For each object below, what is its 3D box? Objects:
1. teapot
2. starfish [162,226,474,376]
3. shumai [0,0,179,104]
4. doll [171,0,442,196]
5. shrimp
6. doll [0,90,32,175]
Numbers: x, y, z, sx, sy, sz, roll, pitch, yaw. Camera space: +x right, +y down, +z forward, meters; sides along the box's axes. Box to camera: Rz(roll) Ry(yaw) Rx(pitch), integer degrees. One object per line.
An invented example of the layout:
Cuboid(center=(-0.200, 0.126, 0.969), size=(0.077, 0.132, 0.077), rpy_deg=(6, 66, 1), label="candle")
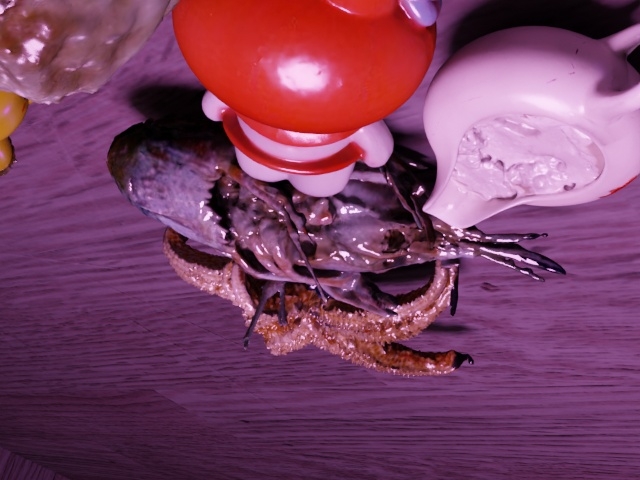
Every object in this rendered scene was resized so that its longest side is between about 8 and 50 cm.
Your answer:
Cuboid(center=(0.143, -0.081, 0.642), size=(0.145, 0.092, 0.226), rpy_deg=(23, 154, -17), label="teapot")
Cuboid(center=(-0.001, 0.057, 1.000), size=(0.303, 0.113, 0.312), rpy_deg=(2, 160, 34), label="starfish")
Cuboid(center=(-0.074, -0.185, 0.467), size=(0.204, 0.222, 0.272), rpy_deg=(1, 157, 1), label="shumai")
Cuboid(center=(-0.008, -0.129, 0.607), size=(0.161, 0.129, 0.290), rpy_deg=(20, 149, 8), label="doll")
Cuboid(center=(-0.002, -0.001, 0.809), size=(0.372, 0.172, 0.137), rpy_deg=(22, -161, 17), label="shrimp")
Cuboid(center=(-0.294, -0.125, 0.813), size=(0.135, 0.142, 0.221), rpy_deg=(-5, 167, -18), label="doll")
